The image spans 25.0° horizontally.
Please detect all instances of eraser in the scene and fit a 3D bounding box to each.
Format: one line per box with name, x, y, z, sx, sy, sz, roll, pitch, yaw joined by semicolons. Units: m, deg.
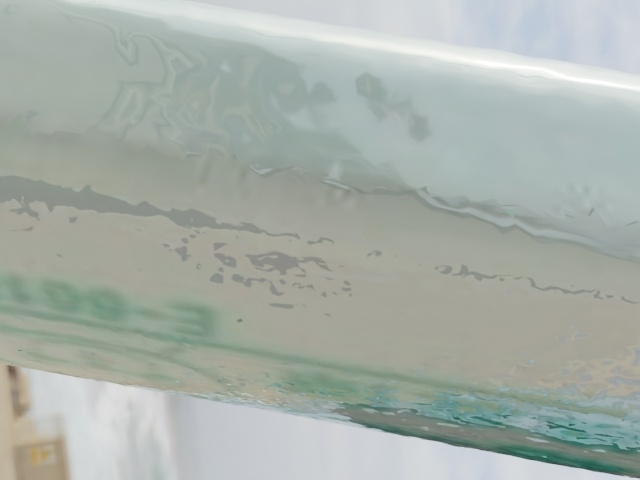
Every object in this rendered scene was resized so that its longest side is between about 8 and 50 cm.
eraser;0.000;0.000;0.439;0.189;0.290;0.104;86;14;-74
